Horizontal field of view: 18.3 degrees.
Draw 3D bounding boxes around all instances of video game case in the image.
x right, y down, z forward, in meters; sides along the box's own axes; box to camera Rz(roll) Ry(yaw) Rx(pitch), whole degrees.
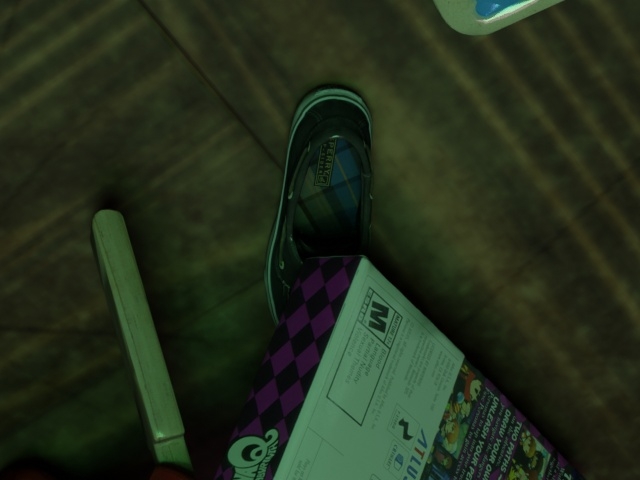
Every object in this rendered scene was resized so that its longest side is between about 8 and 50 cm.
[{"bbox_3d":[0.023,0.158,0.871,0.042,0.232,0.210,-1,147,41],"label":"video game case"}]

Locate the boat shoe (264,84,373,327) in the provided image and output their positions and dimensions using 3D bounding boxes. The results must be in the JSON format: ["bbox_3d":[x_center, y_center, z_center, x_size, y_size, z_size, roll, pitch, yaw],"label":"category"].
[{"bbox_3d":[0.000,0.000,0.893,0.049,0.040,0.142,1,122,-3],"label":"boat shoe"}]

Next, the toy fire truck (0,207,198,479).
[{"bbox_3d":[-0.114,0.131,0.909,0.158,0.217,0.246,35,75,-19],"label":"toy fire truck"}]

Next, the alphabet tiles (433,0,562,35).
[{"bbox_3d":[0.058,-0.220,0.769,0.278,0.021,0.284,-25,120,10],"label":"alphabet tiles"}]
